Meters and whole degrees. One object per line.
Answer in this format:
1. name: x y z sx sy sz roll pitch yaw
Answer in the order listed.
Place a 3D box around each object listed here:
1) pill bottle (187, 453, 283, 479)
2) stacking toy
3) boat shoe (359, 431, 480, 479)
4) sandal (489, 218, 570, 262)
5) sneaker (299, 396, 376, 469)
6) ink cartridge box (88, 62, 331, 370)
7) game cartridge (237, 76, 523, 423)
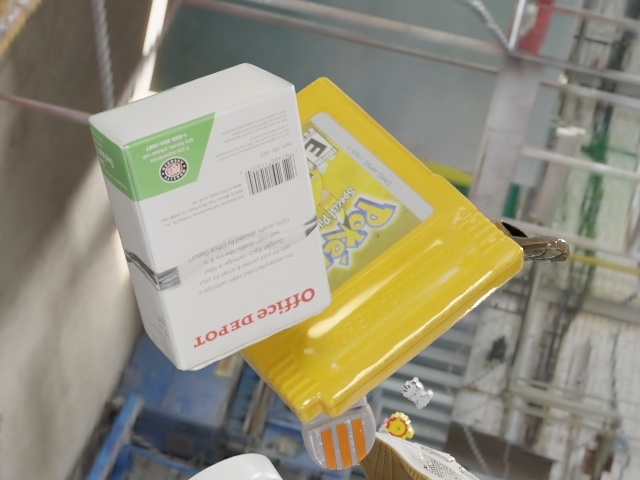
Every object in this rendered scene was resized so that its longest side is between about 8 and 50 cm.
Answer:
1. pill bottle: -0.034 0.327 1.018 0.265 0.153 0.153 56 -18 29
2. stacking toy: 0.100 0.347 2.034 0.221 0.052 0.167 -51 177 25
3. boat shoe: 0.168 0.365 1.801 0.096 0.277 0.098 -16 120 -36
4. sandal: 0.271 -0.003 1.720 0.219 0.090 0.060 -4 -106 54
5. sneaker: -0.018 0.120 1.493 0.180 0.124 0.321 -130 -148 -60
6. ink cartridge box: -0.092 -0.020 1.028 0.092 0.160 0.219 35 -39 52
7. game cartridge: 0.000 0.000 1.235 0.285 0.323 0.053 -37 149 -15
